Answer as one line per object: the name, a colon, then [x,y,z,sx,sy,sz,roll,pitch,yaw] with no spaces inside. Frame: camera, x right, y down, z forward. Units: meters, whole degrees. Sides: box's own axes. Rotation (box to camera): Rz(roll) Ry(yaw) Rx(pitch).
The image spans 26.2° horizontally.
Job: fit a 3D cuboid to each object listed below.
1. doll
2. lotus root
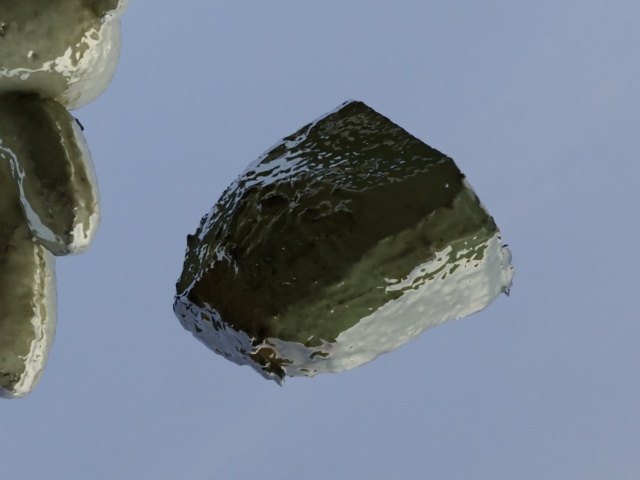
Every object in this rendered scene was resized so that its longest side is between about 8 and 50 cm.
doll: [-0.191,-0.050,0.822,0.175,0.149,0.278,9,-85,10]
lotus root: [0.001,-0.002,0.646,0.144,0.070,0.143,-34,-135,-26]
